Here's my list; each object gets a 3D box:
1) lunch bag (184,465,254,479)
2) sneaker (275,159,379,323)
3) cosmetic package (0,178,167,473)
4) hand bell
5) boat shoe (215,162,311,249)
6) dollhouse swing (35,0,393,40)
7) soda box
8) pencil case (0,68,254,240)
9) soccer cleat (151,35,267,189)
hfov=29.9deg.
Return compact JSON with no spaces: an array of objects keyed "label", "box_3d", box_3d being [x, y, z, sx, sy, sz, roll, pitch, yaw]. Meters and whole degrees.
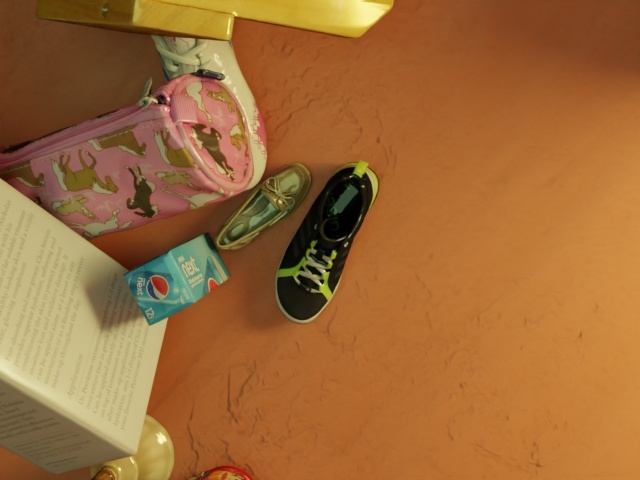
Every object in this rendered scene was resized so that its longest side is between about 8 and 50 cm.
[{"label":"lunch bag","box_3d":[-0.178,0.468,1.607,0.293,0.120,0.258,-27,93,10]},{"label":"sneaker","box_3d":[0.000,0.000,1.536,0.084,0.097,0.235,24,100,5]},{"label":"cosmetic package","box_3d":[-0.402,0.075,1.409,0.161,0.230,0.453,-19,136,33]},{"label":"hand bell","box_3d":[-0.280,0.309,1.541,0.126,0.242,0.126,1,96,8]},{"label":"boat shoe","box_3d":[-0.075,-0.042,1.567,0.153,0.048,0.056,-37,90,11]},{"label":"dollhouse swing","box_3d":[-0.112,-0.403,1.383,0.315,0.305,0.347,15,100,49]},{"label":"soda box","box_3d":[-0.177,0.045,1.510,0.067,0.210,0.071,-27,93,10]},{"label":"pencil case","box_3d":[-0.272,-0.087,1.486,0.386,0.160,0.167,-16,101,30]},{"label":"soccer cleat","box_3d":[-0.159,-0.216,1.512,0.116,0.143,0.331,-16,94,10]}]
